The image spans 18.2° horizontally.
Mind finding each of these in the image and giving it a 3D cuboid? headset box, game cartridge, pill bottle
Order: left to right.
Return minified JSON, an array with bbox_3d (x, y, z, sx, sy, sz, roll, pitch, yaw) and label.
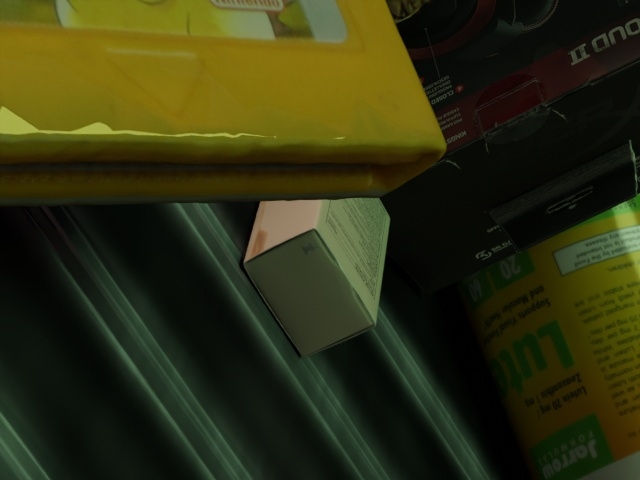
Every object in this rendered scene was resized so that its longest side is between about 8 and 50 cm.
[{"bbox_3d":[-0.111,-0.163,0.688,0.285,0.052,0.324,-3,67,-47],"label":"game cartridge"},{"bbox_3d":[0.108,-0.124,1.154,0.110,0.218,0.293,45,24,-47],"label":"headset box"},{"bbox_3d":[0.180,0.097,1.182,0.136,0.136,0.246,22,44,-65],"label":"pill bottle"}]

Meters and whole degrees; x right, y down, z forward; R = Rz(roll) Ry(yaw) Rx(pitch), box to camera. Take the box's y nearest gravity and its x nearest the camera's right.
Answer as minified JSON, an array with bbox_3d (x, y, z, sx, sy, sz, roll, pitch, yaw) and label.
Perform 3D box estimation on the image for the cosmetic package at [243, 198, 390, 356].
[{"bbox_3d":[0.000,0.000,0.959,0.060,0.041,0.115,58,18,-18],"label":"cosmetic package"}]

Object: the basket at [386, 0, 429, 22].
[{"bbox_3d":[0.039,-0.281,1.039,0.213,0.299,0.223,38,30,-54],"label":"basket"}]
